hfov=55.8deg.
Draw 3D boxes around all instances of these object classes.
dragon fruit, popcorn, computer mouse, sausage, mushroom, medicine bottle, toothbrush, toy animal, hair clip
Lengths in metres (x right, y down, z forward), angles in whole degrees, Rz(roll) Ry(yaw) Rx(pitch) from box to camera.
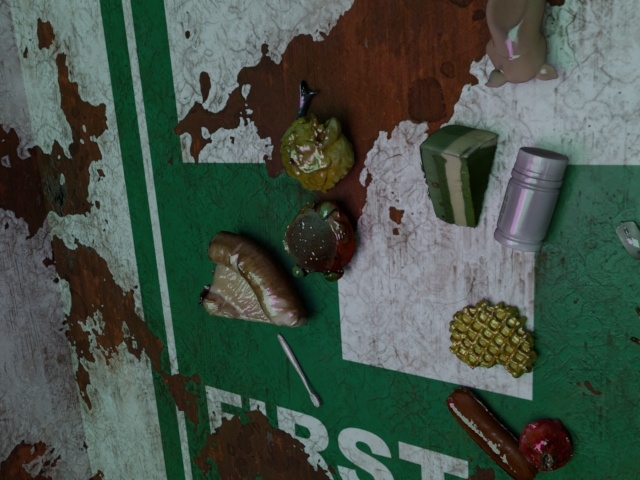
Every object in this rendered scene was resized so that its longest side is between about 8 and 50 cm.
[{"bbox_3d":[0.000,0.000,1.978,0.268,0.130,0.295,46,124,16],"label":"dragon fruit"},{"bbox_3d":[-0.016,-0.271,1.873,0.233,0.192,0.266,33,137,16],"label":"popcorn"},{"bbox_3d":[0.639,0.582,1.686,0.152,0.111,0.153,1,93,9],"label":"dragon fruit"},{"bbox_3d":[0.776,0.000,1.497,0.056,0.032,0.110,-38,81,35],"label":"computer mouse"},{"bbox_3d":[0.507,0.584,1.809,0.330,0.102,0.102,46,124,15],"label":"sausage"},{"bbox_3d":[-0.206,0.152,2.143,0.397,0.224,0.314,12,96,24],"label":"mushroom"},{"bbox_3d":[0.543,-0.106,1.567,0.133,0.133,0.250,22,116,28],"label":"medicine bottle"},{"bbox_3d":[-0.078,0.479,2.238,0.025,0.029,0.307,-35,79,25],"label":"toothbrush"},{"bbox_3d":[0.485,-0.510,1.481,0.166,0.154,0.250,-3,104,27],"label":"toy animal"},{"bbox_3d":[-0.078,-0.405,1.976,0.070,0.039,0.230,40,123,18],"label":"hair clip"}]

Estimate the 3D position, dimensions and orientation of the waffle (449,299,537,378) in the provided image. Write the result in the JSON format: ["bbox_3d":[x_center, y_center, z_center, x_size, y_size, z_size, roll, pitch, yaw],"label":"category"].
[{"bbox_3d":[0.495,0.296,1.764,0.253,0.056,0.249,-28,86,35],"label":"waffle"}]

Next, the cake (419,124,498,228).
[{"bbox_3d":[0.401,-0.188,1.696,0.158,0.172,0.284,22,148,36],"label":"cake"}]

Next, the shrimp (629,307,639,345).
[{"bbox_3d":[0.819,0.227,1.538,0.083,0.023,0.114,-41,83,38],"label":"shrimp"}]
